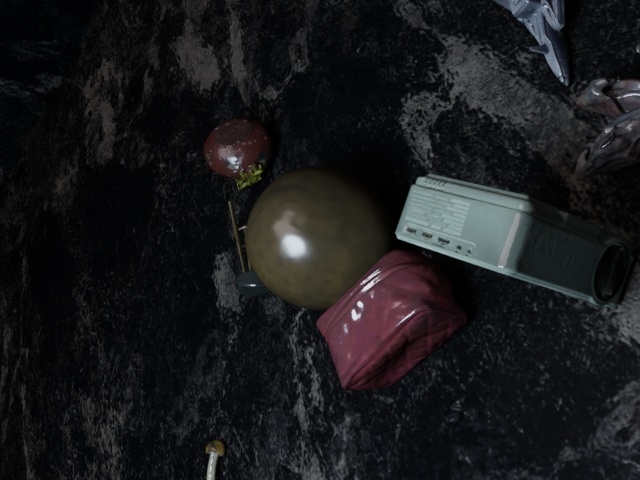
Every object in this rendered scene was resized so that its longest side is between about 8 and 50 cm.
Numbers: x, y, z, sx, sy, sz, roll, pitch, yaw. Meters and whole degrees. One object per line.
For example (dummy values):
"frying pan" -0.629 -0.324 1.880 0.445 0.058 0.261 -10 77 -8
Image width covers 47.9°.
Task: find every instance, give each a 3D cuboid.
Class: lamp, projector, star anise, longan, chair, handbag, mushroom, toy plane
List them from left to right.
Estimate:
"mushroom" -0.245 0.550 1.446 0.068 0.043 0.306 19 92 68
"lamp" -0.175 -0.191 1.578 0.156 0.135 0.157 8 52 21
"chair" -0.138 0.028 1.483 0.095 0.104 0.221 113 154 -48
"longan" 0.000 0.000 1.221 0.258 0.258 0.258 -21 61 43
"handbag" 0.106 0.125 1.115 0.225 0.146 0.135 -49 48 28
"projector" 0.251 -0.002 0.907 0.192 0.257 0.099 23 95 51
"toy plane" 0.324 -0.353 1.088 0.212 0.088 0.267 135 136 -61
"star anise" 0.424 -0.174 0.893 0.258 0.111 0.198 -27 56 33
